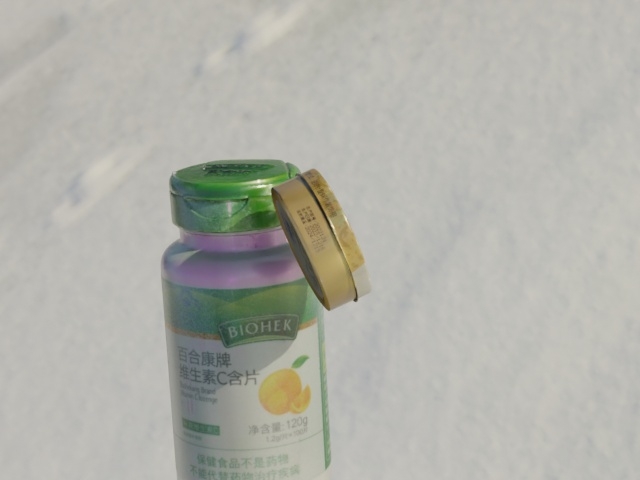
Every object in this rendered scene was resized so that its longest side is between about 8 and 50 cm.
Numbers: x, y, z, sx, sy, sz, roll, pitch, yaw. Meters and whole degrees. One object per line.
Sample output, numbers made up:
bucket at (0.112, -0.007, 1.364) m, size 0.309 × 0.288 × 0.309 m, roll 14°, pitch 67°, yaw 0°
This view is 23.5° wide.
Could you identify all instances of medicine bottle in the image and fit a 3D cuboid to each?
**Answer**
medicine bottle at (-0.062, 0.074, 1.256) m, size 0.133 × 0.274 × 0.133 m, roll -3°, pitch 12°, yaw 1°

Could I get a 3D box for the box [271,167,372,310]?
box at (0.000, 0.000, 1.132) m, size 0.037 × 0.105 × 0.105 m, roll -25°, pitch 28°, yaw -6°
